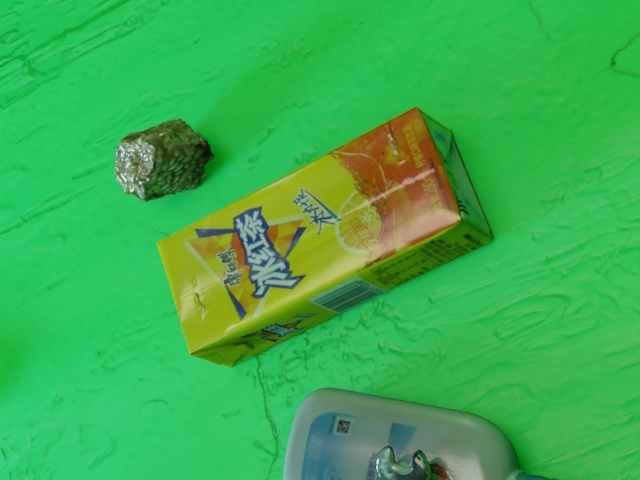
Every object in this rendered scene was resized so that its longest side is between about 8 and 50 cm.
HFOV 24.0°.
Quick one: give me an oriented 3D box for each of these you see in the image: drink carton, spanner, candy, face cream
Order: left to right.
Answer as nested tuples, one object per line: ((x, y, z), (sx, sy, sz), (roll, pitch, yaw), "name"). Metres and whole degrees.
((-0.188, -0.097, 1.799), (0.085, 0.110, 0.095), (38, 133, 29), "candy")
((0.000, 0.000, 1.688), (0.351, 0.111, 0.154), (-27, 66, 19), "drink carton")
((0.055, 0.348, 1.568), (0.071, 0.017, 0.301), (21, 109, 25), "spanner")
((0.123, 0.257, 1.578), (0.337, 0.080, 0.163), (8, 86, 28), "face cream")
